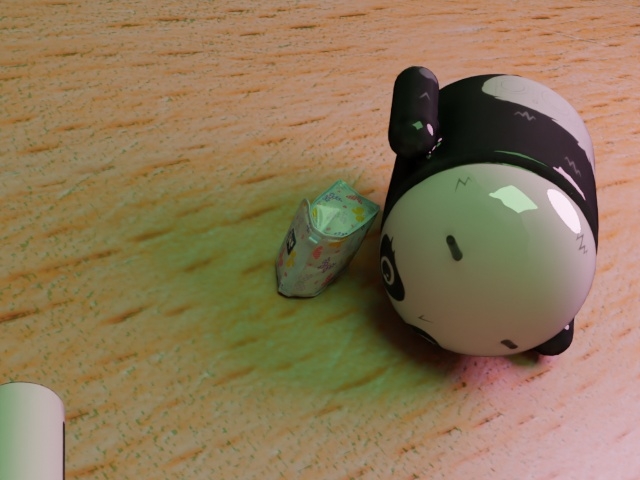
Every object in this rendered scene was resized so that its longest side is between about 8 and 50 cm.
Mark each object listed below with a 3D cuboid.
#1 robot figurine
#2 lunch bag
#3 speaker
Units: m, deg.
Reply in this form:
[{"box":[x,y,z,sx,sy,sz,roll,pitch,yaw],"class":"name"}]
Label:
[{"box":[0.136,-0.027,1.027,0.209,0.174,0.278,18,35,-2],"class":"robot figurine"},{"box":[0.000,0.000,0.988,0.053,0.071,0.083,34,36,9],"class":"lunch bag"},{"box":[-0.170,0.146,0.702,0.055,0.055,0.136,11,36,-20],"class":"speaker"}]
